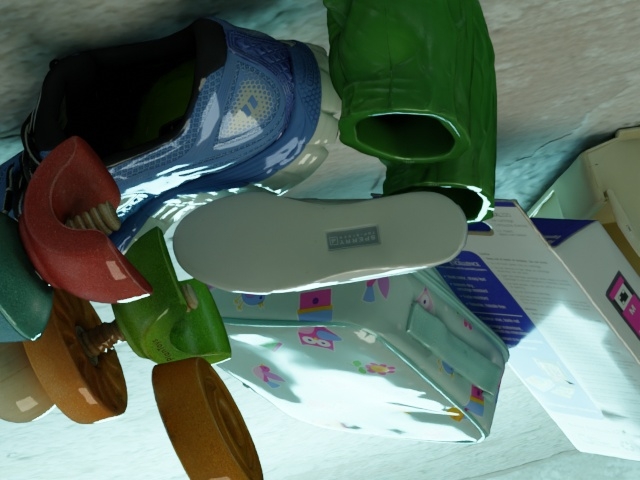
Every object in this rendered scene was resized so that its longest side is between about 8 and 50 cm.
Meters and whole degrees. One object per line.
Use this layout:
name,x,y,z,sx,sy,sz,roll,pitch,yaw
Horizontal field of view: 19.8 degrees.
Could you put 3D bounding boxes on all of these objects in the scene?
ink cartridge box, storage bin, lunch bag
ink cartridge box,0.213,0.067,1.600,0.175,0.069,0.371,4,144,50
storage bin,0.329,-0.009,1.681,0.260,0.123,0.262,-9,163,-16
lunch bag,0.034,0.086,1.602,0.224,0.108,0.279,-2,154,32

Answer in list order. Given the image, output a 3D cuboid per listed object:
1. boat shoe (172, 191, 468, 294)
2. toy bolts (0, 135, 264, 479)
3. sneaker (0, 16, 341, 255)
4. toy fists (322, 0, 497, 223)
boat shoe,0.000,0.000,1.161,0.184,0.066,0.063,-10,168,-1
toy bolts,-0.156,0.075,1.092,0.158,0.218,0.228,-26,140,6
sneaker,-0.153,-0.060,1.189,0.330,0.130,0.147,-29,145,28
toy fists,0.056,-0.109,1.130,0.096,0.142,0.279,0,165,13
